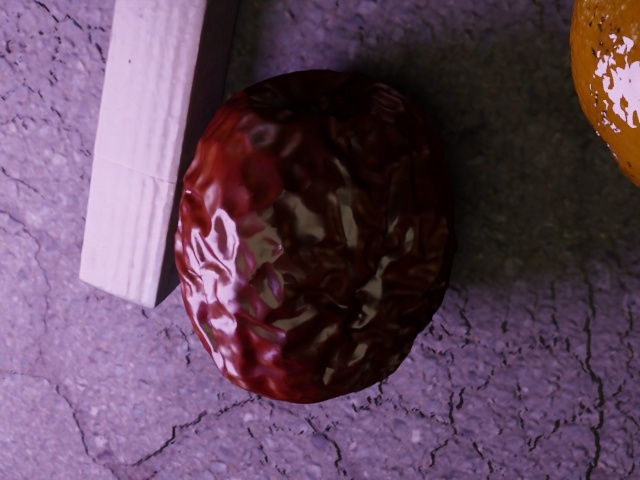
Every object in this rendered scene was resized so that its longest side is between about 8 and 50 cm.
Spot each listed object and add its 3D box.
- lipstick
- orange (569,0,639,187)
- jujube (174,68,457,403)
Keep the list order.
[{"bbox_3d":[-0.124,-0.124,1.175,0.079,0.076,0.372,20,120,11],"label":"lipstick"},{"bbox_3d":[0.286,-0.129,0.886,0.274,0.274,0.274,9,117,19],"label":"orange"},{"bbox_3d":[0.000,0.000,1.111,0.213,0.213,0.232,10,118,19],"label":"jujube"}]
